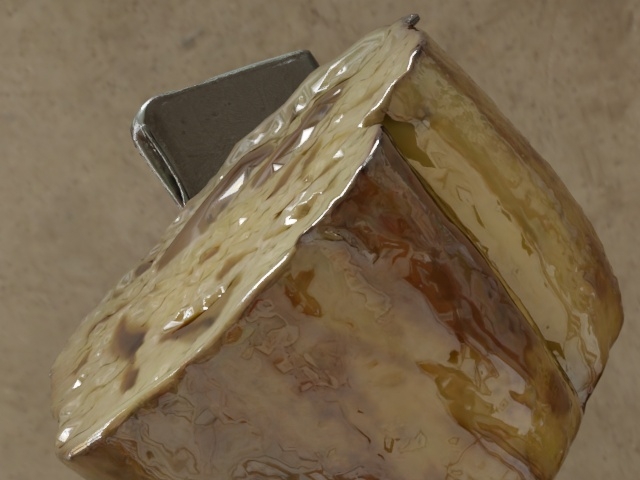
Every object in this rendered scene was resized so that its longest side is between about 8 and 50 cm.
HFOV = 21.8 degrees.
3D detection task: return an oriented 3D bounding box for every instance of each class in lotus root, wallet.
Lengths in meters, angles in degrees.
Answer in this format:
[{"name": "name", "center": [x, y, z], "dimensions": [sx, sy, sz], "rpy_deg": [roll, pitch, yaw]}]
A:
[{"name": "lotus root", "center": [0.034, 0.047, 0.849], "dimensions": [0.250, 0.316, 0.316], "rpy_deg": [38, 80, -6]}, {"name": "wallet", "center": [0.000, 0.000, 1.194], "dimensions": [0.172, 0.045, 0.318], "rpy_deg": [-20, 61, -31]}]
